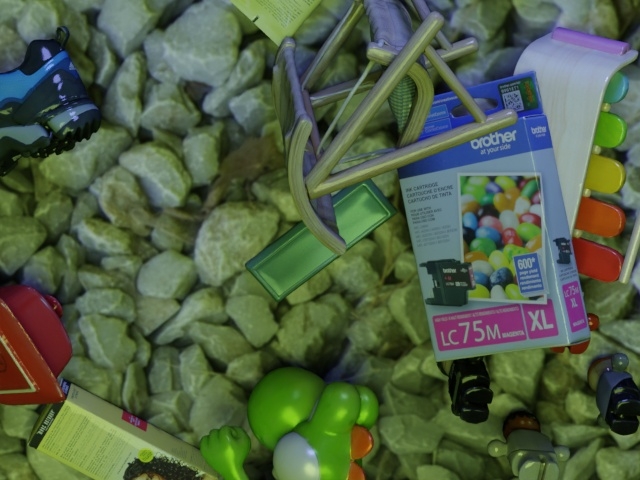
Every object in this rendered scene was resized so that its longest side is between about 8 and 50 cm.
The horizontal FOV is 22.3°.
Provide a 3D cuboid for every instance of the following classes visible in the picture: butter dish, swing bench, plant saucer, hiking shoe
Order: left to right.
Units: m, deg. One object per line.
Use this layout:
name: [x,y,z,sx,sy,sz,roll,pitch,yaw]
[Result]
hiking shoe: [-0.407,-0.135,1.902,0.304,0.113,0.132,-21,85,8]
butter dish: [-0.362,0.111,1.978,0.160,0.118,0.160,-9,118,48]
plant saucer: [0.000,0.000,1.985,0.192,0.018,0.067,-37,106,13]
swing bench: [0.052,-0.159,1.791,0.254,0.253,0.165,-36,115,11]

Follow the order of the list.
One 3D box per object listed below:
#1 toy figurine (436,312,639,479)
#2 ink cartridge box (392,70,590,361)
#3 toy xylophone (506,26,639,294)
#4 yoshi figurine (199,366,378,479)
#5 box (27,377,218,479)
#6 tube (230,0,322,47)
toy figurine: [0.270,0.173,1.990,0.213,0.148,0.209,-38,112,10]
ink cartridge box: [0.189,-0.024,1.864,0.186,0.065,0.311,-11,89,37]
toy xylophone: [0.294,-0.073,1.868,0.236,0.081,0.323,29,113,30]
yoshi figurine: [-0.063,0.307,2.020,0.203,0.203,0.362,32,101,4]
box: [-0.248,0.269,2.061,0.232,0.058,0.087,28,107,-10]
tube: [0.005,-0.329,1.846,0.240,0.062,0.070,-42,70,19]
